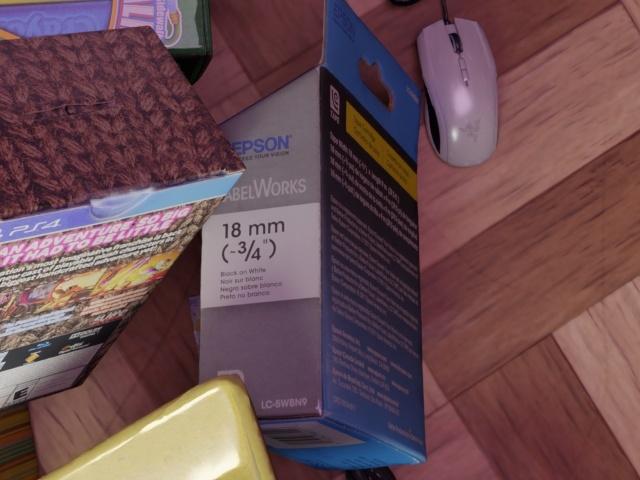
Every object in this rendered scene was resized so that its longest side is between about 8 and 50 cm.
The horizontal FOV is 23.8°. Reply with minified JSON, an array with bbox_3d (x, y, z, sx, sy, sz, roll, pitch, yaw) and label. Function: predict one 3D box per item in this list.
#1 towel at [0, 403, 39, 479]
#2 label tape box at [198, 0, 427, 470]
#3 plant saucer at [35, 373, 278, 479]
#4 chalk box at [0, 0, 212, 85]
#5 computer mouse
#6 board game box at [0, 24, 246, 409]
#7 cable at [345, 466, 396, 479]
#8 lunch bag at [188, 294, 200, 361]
[{"bbox_3d":[-0.255,0.236,1.247,0.021,0.102,0.237,-9,90,15],"label":"towel"},{"bbox_3d":[0.000,0.000,1.209,0.105,0.240,0.334,-6,72,20],"label":"label tape box"},{"bbox_3d":[-0.118,0.310,1.038,0.332,0.081,0.333,-31,62,21],"label":"plant saucer"},{"bbox_3d":[-0.179,-0.220,1.235,0.288,0.180,0.179,-5,89,-10],"label":"chalk box"},{"bbox_3d":[0.124,-0.162,1.348,0.106,0.042,0.193,-11,90,-10],"label":"computer mouse"},{"bbox_3d":[-0.237,0.001,1.095,0.232,0.291,0.141,-14,63,-46],"label":"board game box"},{"bbox_3d":[-0.028,0.207,1.314,0.150,0.047,0.184,-40,99,-4],"label":"cable"},{"bbox_3d":[-0.067,0.075,1.305,0.083,0.053,0.071,-9,88,0],"label":"lunch bag"}]
